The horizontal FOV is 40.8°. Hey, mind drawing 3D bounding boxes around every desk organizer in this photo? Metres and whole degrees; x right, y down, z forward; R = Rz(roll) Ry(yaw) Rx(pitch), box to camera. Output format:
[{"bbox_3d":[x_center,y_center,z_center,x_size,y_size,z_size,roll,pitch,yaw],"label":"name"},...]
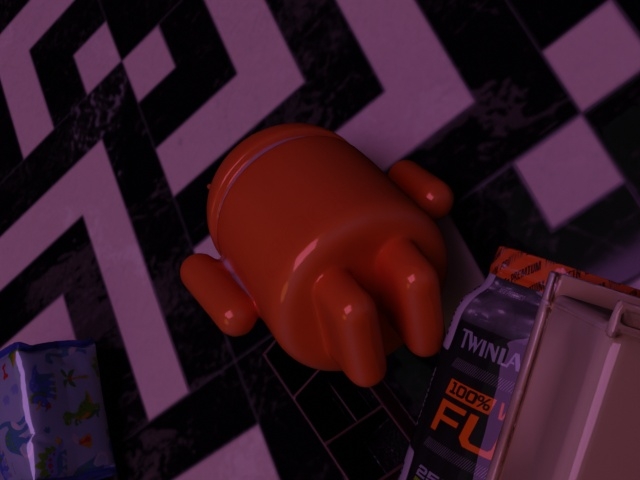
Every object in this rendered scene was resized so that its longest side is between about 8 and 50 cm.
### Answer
[{"bbox_3d":[0.018,0.114,0.607,0.047,0.050,0.130,-50,58,18],"label":"desk organizer"}]

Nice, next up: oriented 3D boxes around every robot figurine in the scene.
[{"bbox_3d":[0.002,0.000,0.581,0.158,0.128,0.219,-54,41,12],"label":"robot figurine"}]

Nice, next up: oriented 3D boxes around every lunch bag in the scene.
[{"bbox_3d":[-0.265,0.168,0.780,0.151,0.096,0.129,-28,68,44],"label":"lunch bag"}]

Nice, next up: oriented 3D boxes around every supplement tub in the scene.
[{"bbox_3d":[0.117,0.106,0.497,0.117,0.117,0.190,19,93,36],"label":"supplement tub"}]

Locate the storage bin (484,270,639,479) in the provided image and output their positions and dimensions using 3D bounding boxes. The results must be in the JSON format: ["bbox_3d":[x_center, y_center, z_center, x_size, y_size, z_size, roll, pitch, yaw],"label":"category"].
[{"bbox_3d":[0.194,0.179,0.370,0.260,0.123,0.262,18,92,5],"label":"storage bin"}]
